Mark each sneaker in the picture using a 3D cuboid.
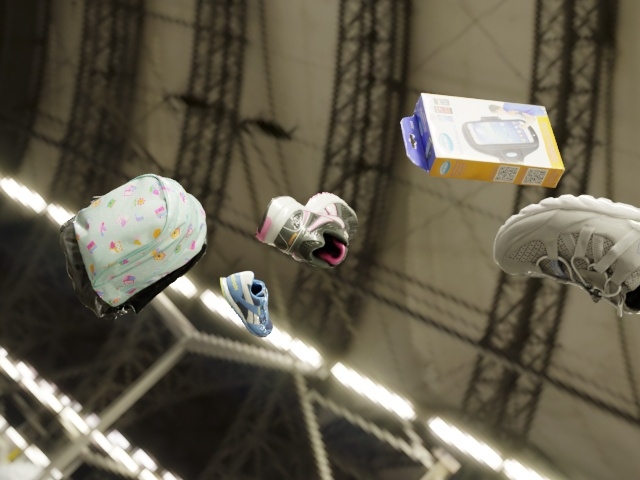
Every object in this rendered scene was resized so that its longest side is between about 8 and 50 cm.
[{"bbox_3d":[0.000,0.000,1.538,0.077,0.072,0.178,37,20,20],"label":"sneaker"},{"bbox_3d":[-0.104,0.102,2.295,0.144,0.059,0.053,55,11,-44],"label":"sneaker"},{"bbox_3d":[0.305,0.023,1.526,0.281,0.115,0.105,-2,-32,35],"label":"sneaker"}]

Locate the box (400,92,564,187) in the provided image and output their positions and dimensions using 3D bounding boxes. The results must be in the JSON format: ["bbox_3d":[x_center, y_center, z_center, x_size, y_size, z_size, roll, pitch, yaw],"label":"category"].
[{"bbox_3d":[0.140,-0.089,1.275,0.028,0.136,0.081,113,-24,-45],"label":"box"}]

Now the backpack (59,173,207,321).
[{"bbox_3d":[-0.234,-0.001,1.836,0.115,0.182,0.152,35,30,-63],"label":"backpack"}]
